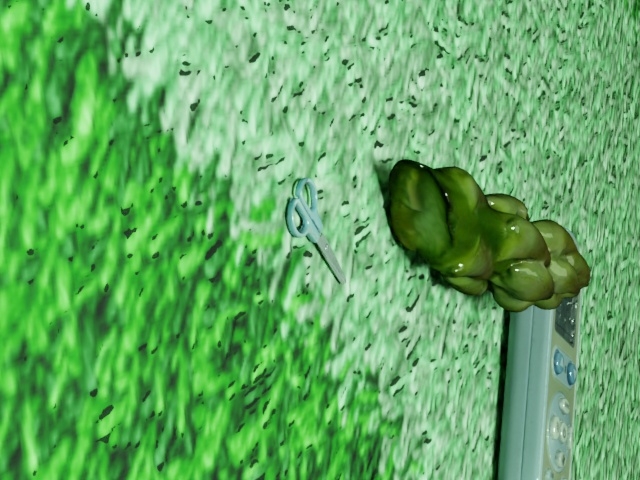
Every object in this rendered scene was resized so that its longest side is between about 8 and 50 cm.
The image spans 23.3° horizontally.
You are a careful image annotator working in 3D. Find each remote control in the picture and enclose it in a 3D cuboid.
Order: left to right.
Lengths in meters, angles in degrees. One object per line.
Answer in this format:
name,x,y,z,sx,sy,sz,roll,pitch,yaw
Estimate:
remote control,0.168,0.108,1.184,0.087,0.047,0.244,34,58,-57

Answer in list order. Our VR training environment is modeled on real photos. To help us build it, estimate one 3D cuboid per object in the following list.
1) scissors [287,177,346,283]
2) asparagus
scissors,0.000,0.000,0.872,0.083,0.006,0.036,61,38,-45
asparagus,0.118,0.006,1.049,0.287,0.080,0.080,15,75,-56
